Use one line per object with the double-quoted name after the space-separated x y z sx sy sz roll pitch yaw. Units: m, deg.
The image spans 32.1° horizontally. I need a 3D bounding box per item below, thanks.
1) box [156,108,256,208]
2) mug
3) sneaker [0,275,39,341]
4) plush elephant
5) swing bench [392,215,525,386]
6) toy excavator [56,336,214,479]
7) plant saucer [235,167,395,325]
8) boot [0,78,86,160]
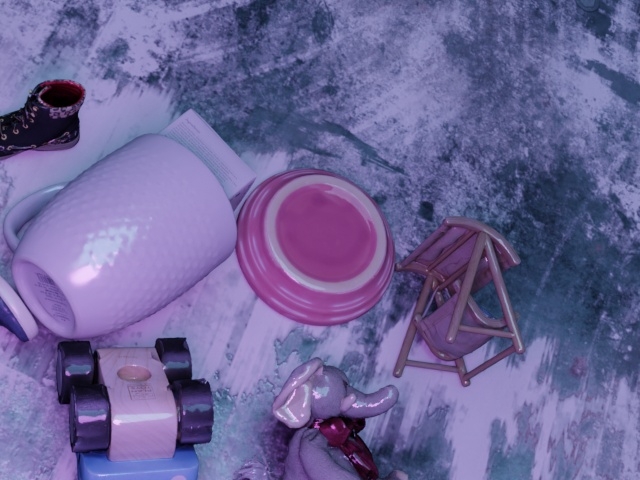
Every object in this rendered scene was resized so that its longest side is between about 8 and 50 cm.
-0.241 -0.117 2.092 0.182 0.181 0.119 46 61 3 "box"
-0.391 -0.006 1.950 0.374 0.276 0.328 23 47 32 "mug"
-0.646 0.084 1.900 0.350 0.131 0.148 38 67 5 "sneaker"
0.029 0.334 1.948 0.330 0.272 0.255 10 89 10 "plush elephant"
0.261 0.120 2.133 0.165 0.253 0.254 10 66 -16 "swing bench"
-0.304 0.433 1.825 0.222 0.445 0.433 -1 24 -19 "toy excavator"
0.000 0.000 2.187 0.332 0.084 0.332 7 66 -16 "plant saucer"
-0.546 -0.224 2.028 0.236 0.178 0.085 -9 71 -24 "boot"
